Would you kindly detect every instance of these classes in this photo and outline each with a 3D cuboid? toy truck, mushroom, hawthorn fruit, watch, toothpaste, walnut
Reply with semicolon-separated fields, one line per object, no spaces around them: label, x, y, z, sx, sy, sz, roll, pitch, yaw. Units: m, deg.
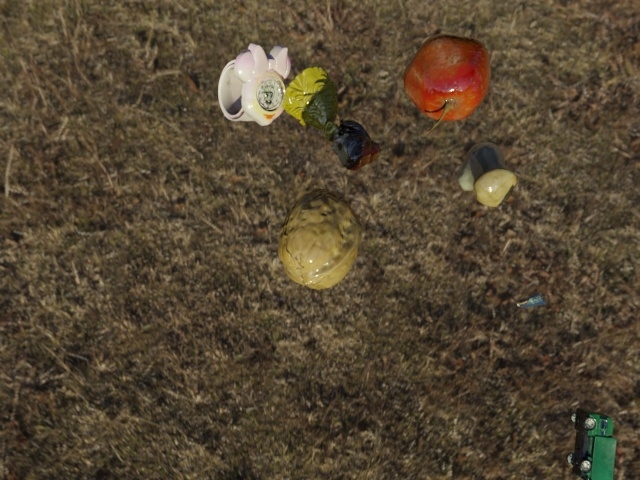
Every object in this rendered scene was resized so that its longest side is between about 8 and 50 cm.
toy truck;0.575;0.434;1.368;0.079;0.065;0.147;6;86;-8
mushroom;0.450;-0.170;1.752;0.122;0.159;0.328;8;21;2
hawthorn fruit;0.233;-0.277;1.161;0.163;0.162;0.203;1;43;-2
watch;-0.228;-0.493;2.028;0.211;0.248;0.217;-11;21;-43
toothpaste;0.444;0.128;1.363;0.019;0.083;0.027;-29;87;-25
walnut;0.000;0.000;1.507;0.198;0.198;0.245;16;60;7

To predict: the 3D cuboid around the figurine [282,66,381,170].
figurine;0.035;-0.335;1.902;0.168;0.187;0.315;-8;56;-45
